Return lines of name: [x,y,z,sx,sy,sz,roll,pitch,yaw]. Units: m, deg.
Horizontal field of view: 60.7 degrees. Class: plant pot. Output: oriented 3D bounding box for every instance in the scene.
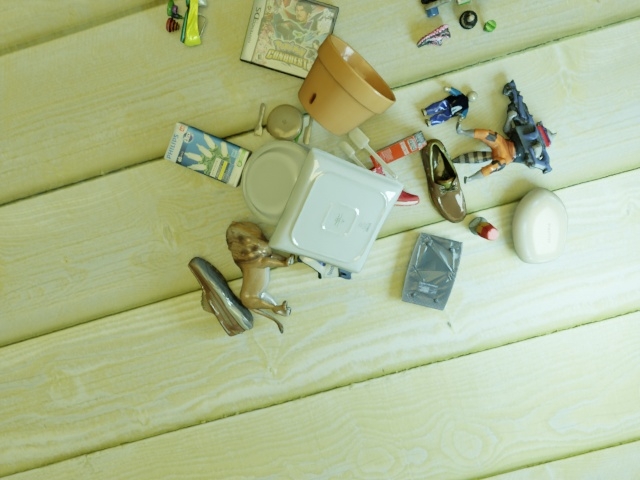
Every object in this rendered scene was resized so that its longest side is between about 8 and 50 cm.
plant pot: [0.067,-0.471,1.730,0.291,0.291,0.203,44,115,-7]

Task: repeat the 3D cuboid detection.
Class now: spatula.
spatula: [0.134,-0.247,1.820,0.168,0.019,0.242,-47,72,23]

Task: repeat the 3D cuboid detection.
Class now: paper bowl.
paper bowl: [-0.129,-0.185,1.791,0.284,0.148,0.284,1,94,21]

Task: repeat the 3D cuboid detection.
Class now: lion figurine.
lion figurine: [-0.219,0.130,1.900,0.240,0.142,0.392,7,105,7]

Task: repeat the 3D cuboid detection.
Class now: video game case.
video game case: [-0.104,-0.678,1.801,0.275,0.035,0.248,16,100,-2]

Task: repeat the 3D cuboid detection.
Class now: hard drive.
hard drive: [0.389,0.107,1.927,0.172,0.054,0.254,13,100,-2]

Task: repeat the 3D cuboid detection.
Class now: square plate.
square plate: [0.056,-0.076,1.738,0.344,0.049,0.347,18,108,-22]

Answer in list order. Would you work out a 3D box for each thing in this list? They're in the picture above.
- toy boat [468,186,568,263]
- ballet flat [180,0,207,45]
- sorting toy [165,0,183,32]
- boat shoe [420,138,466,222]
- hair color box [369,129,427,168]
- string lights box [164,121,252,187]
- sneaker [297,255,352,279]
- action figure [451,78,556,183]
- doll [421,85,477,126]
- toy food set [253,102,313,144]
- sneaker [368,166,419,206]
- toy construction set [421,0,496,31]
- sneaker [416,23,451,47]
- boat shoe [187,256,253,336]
toy boat: [0.676,-0.050,1.863,0.318,0.148,0.267,-4,105,-6]
ballet flat: [-0.408,-0.751,1.781,0.077,0.077,0.230,3,104,-21]
sorting toy: [-0.474,-0.729,1.785,0.042,0.061,0.102,15,123,-2]
boat shoe: [0.414,-0.192,1.846,0.111,0.104,0.307,-25,99,5]
hair color box: [0.256,-0.299,1.803,0.167,0.093,0.053,-22,100,33]
string lights box: [-0.378,-0.290,1.854,0.260,0.077,0.133,22,101,-3]
sneaker: [0.000,0.001,1.876,0.182,0.127,0.315,-11,102,1]
action figure: [0.611,-0.345,1.820,0.330,0.178,0.341,-7,73,-5]
doll: [0.435,-0.452,1.829,0.189,0.046,0.129,-22,100,5]
toy food set: [-0.120,-0.394,1.857,0.192,0.038,0.132,12,93,4]
sneaker: [0.233,-0.188,1.861,0.221,0.087,0.128,5,102,-1]
toy construction set: [0.453,-0.826,1.663,0.258,0.237,0.308,8,100,-1]
sneaker: [0.375,-0.659,1.797,0.119,0.047,0.057,-29,111,7]
boat shoe: [-0.370,0.206,1.925,0.116,0.123,0.324,-35,96,9]
